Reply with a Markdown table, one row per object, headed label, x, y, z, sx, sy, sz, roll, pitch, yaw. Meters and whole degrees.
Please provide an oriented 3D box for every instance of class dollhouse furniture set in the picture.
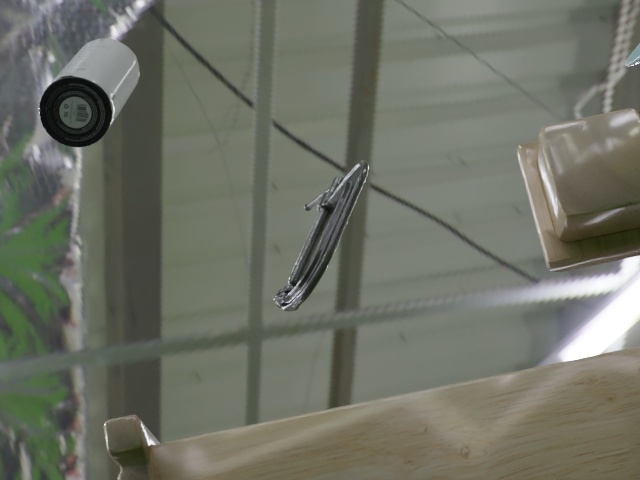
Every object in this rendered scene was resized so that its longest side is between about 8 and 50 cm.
| label | x | y | z | sx | sy | sz | roll | pitch | yaw |
| --- | --- | --- | --- | --- | --- | --- | --- | --- | --- |
| dollhouse furniture set | -0.001 | 0.170 | 0.490 | 0.303 | 0.355 | 0.174 | -10 | -23 | 2 |

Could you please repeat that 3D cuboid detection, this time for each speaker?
| label | x | y | z | sx | sy | sz | roll | pitch | yaw |
| --- | --- | --- | --- | --- | --- | --- | --- | --- | --- |
| speaker | -0.175 | -0.116 | 1.100 | 0.055 | 0.136 | 0.055 | 0 | -70 | 1 |

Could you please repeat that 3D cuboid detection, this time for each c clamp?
| label | x | y | z | sx | sy | sz | roll | pitch | yaw |
| --- | --- | --- | --- | --- | --- | --- | --- | --- | --- |
| c clamp | 0.000 | 0.000 | 1.182 | 0.022 | 0.160 | 0.137 | 31 | -38 | -11 |

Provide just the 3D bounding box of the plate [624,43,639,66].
| label | x | y | z | sx | sy | sz | roll | pitch | yaw |
| --- | --- | --- | --- | --- | --- | --- | --- | --- | --- |
| plate | 0.370 | -0.231 | 1.397 | 0.024 | 0.188 | 0.188 | 44 | -81 | -1 |
